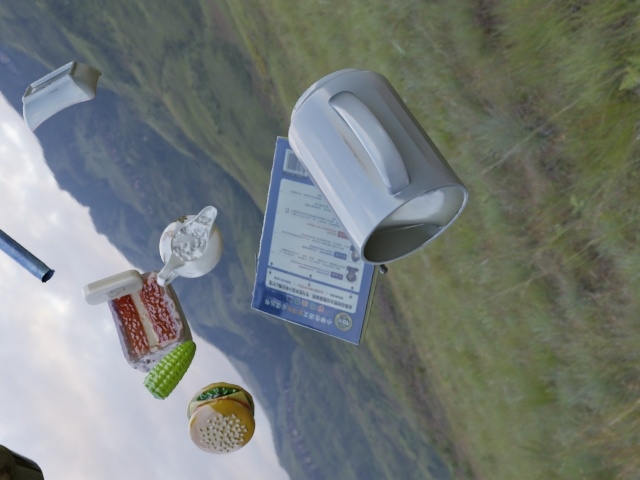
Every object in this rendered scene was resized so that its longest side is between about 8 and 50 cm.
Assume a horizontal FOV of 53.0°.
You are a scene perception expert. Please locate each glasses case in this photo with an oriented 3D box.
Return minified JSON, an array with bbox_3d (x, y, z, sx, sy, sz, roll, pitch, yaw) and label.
[{"bbox_3d":[-0.688,0.156,2.131,0.083,0.196,0.050,82,166,-53],"label":"glasses case"}]

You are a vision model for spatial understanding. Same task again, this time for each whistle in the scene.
[{"bbox_3d":[-1.071,0.039,2.263,0.304,0.062,0.062,35,174,10],"label":"whistle"}]

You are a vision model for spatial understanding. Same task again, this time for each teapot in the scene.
[{"bbox_3d":[-0.424,0.026,2.078,0.204,0.298,0.139,29,168,1],"label":"teapot"}]

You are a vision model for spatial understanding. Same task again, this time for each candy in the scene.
[{"bbox_3d":[-0.466,0.402,2.022,0.096,0.209,0.097,33,157,16],"label":"candy"}]

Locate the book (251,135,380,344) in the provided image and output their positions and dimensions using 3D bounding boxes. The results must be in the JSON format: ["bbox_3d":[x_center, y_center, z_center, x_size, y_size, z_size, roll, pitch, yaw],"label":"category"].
[{"bbox_3d":[0.000,0.000,1.475,0.299,0.428,0.039,17,-164,21],"label":"book"}]

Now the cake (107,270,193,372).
[{"bbox_3d":[-0.606,0.284,2.285,0.230,0.236,0.309,102,145,-72],"label":"cake"}]

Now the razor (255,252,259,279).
[{"bbox_3d":[-0.186,0.122,2.212,0.232,0.068,0.106,-119,28,-73],"label":"razor"}]

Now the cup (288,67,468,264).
[{"bbox_3d":[0.088,-0.164,1.202,0.327,0.236,0.323,60,-179,24],"label":"cup"}]

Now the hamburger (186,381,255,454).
[{"bbox_3d":[-0.217,0.394,1.421,0.162,0.162,0.115,58,-177,-29],"label":"hamburger"}]

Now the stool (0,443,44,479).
[{"bbox_3d":[-0.701,0.487,1.285,0.179,0.179,0.264,56,170,34],"label":"stool"}]

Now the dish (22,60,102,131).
[{"bbox_3d":[-0.682,-0.389,1.666,0.077,0.212,0.151,57,-166,-39],"label":"dish"}]

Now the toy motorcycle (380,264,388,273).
[{"bbox_3d":[0.079,0.009,1.606,0.225,0.073,0.152,40,179,5],"label":"toy motorcycle"}]
